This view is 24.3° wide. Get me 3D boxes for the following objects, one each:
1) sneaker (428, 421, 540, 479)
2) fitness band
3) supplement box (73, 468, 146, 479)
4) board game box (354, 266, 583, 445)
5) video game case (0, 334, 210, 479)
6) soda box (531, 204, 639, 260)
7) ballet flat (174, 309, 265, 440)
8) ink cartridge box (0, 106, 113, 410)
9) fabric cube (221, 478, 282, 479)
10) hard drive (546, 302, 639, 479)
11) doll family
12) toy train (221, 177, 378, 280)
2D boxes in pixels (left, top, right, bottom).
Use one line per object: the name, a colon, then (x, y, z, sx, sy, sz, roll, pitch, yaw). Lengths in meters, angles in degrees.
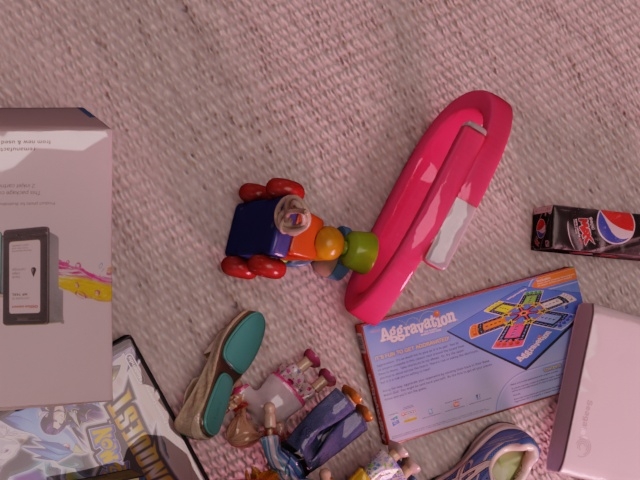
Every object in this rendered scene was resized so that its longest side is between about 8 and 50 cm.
sneaker: (0.170, 0.294, 1.706, 0.080, 0.081, 0.211, 42, 77, -13)
fitness band: (0.115, -0.039, 1.636, 0.054, 0.209, 0.290, 31, 78, -11)
supplement box: (-0.224, 0.275, 1.540, 0.083, 0.083, 0.056, -10, 90, -18)
board game box: (0.188, 0.133, 1.748, 0.281, 0.027, 0.145, -14, 94, -18)
video game case: (-0.248, 0.280, 1.594, 0.248, 0.035, 0.274, -29, 96, -17)
soda box: (0.341, -0.007, 1.787, 0.169, 0.060, 0.053, 5, 85, -18)
ballet flat: (-0.115, 0.142, 1.631, 0.057, 0.052, 0.168, 56, 46, -39)
ink cartridge box: (-0.315, 0.012, 1.469, 0.197, 0.198, 0.270, -2, 102, -17)
fabric cube: (-0.046, 0.397, 1.424, 0.259, 0.254, 0.258, 31, 66, -25)
hard drive: (0.427, 0.209, 1.799, 0.308, 0.040, 0.203, 16, 83, -23)
doll family: (0.002, 0.252, 1.633, 0.163, 0.118, 0.263, -41, 100, -15)
toy train: (0.000, 0.000, 1.581, 0.143, 0.248, 0.105, 16, 82, -21)
